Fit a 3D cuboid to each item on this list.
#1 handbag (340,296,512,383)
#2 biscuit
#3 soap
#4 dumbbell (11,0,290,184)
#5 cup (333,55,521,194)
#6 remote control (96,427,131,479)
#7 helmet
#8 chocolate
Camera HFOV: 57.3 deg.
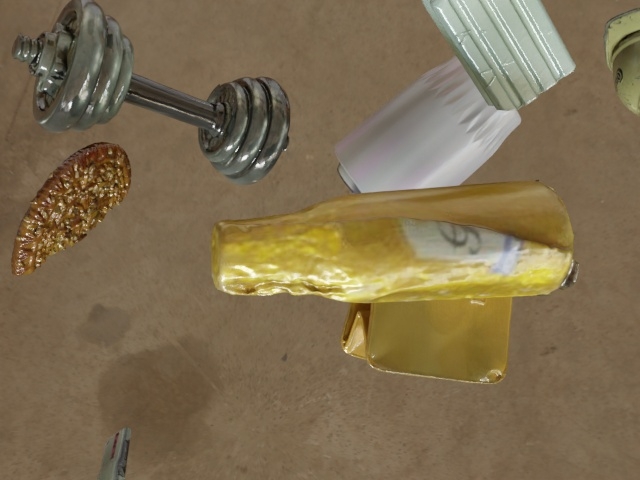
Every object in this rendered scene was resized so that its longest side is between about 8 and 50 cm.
[{"bbox_3d":[0.255,0.160,1.317,0.401,0.133,0.282,15,87,-27],"label":"handbag"},{"bbox_3d":[-0.277,-0.049,0.677,0.025,0.126,0.206,27,41,3],"label":"biscuit"},{"bbox_3d":[0.241,-0.281,0.791,0.119,0.066,0.198,-36,115,13],"label":"soap"},{"bbox_3d":[-0.214,-0.196,0.830,0.406,0.179,0.179,14,67,-39],"label":"dumbbell"},{"bbox_3d":[0.233,-0.215,1.302,0.372,0.253,0.253,-39,79,15],"label":"cup"},{"bbox_3d":[-0.393,0.427,1.103,0.065,0.166,0.029,-39,118,12],"label":"remote control"},{"bbox_3d":[0.612,-0.289,1.051,0.258,0.204,0.137,25,76,-38],"label":"helmet"},{"bbox_3d":[0.091,0.017,0.725,0.446,0.162,0.162,-4,73,-15],"label":"chocolate"}]
